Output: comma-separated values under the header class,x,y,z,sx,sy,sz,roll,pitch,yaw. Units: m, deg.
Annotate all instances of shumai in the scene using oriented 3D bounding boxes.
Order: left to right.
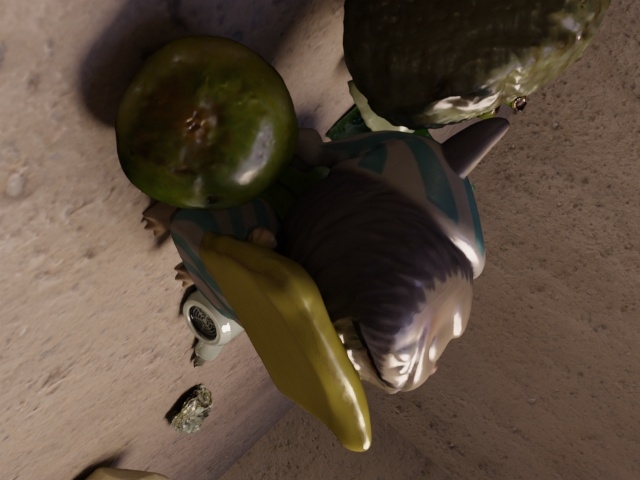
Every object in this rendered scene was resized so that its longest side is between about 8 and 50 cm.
class,x,y,z,sx,sy,sz,roll,pitch,yaw
shumai,0.195,-0.252,0.809,0.330,0.291,0.288,-16,154,8

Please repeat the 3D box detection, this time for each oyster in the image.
class,x,y,z,sx,sy,sz,roll,pitch,yaw
oyster,-0.306,0.410,1.444,0.125,0.064,0.177,-45,164,-9

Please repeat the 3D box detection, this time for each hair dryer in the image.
class,x,y,z,sx,sy,sz,roll,pitch,yaw
hair dryer,-0.197,0.175,1.147,0.173,0.107,0.357,-34,165,-42

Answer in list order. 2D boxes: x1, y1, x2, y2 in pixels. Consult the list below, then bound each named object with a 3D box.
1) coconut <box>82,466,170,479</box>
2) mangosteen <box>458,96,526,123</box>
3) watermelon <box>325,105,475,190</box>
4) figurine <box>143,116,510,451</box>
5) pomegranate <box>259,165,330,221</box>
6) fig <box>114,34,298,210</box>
class,x,y,z,sx,sy,sz,roll,pitch,yaw
coconut,-0.404,0.567,1.185,0.266,0.237,0.237,-31,157,-39
mangosteen,0.257,-0.308,1.068,0.216,0.216,0.216,-47,166,-16
watermelon,0.161,-0.152,1.138,0.151,0.264,0.302,-42,175,13
figurine,0.048,-0.009,0.723,0.378,0.361,0.266,-35,136,-24
pomegranate,0.000,0.000,0.934,0.271,0.254,0.254,13,126,-25
fig,-0.095,-0.102,0.597,0.167,0.167,0.233,-53,160,6
